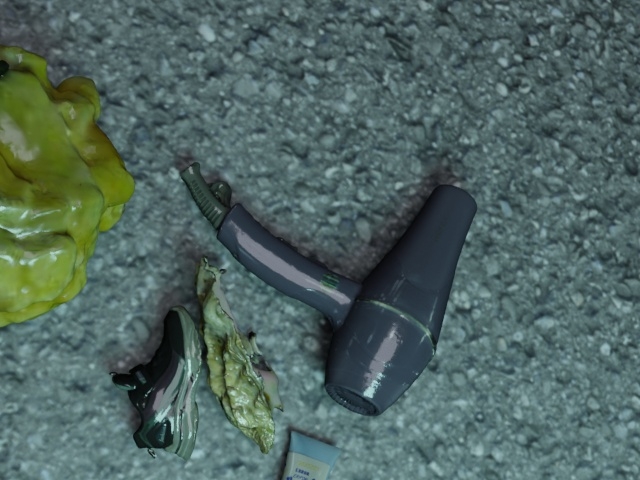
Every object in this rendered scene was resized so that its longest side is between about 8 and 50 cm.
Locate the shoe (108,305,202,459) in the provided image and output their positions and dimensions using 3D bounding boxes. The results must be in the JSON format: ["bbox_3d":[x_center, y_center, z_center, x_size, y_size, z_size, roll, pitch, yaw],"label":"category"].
[{"bbox_3d":[-0.182,0.155,0.942,0.099,0.071,0.169,1,80,-10],"label":"shoe"}]

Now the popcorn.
[{"bbox_3d":[-0.318,-0.058,0.864,0.252,0.215,0.286,-11,80,-12],"label":"popcorn"}]

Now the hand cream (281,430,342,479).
[{"bbox_3d":[-0.031,0.307,0.971,0.065,0.043,0.171,23,72,-8],"label":"hand cream"}]

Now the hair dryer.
[{"bbox_3d":[0.000,0.000,1.015,0.361,0.121,0.301,32,64,-4],"label":"hair dryer"}]

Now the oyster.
[{"bbox_3d":[-0.103,0.121,0.951,0.072,0.133,0.209,-25,113,-3],"label":"oyster"}]
